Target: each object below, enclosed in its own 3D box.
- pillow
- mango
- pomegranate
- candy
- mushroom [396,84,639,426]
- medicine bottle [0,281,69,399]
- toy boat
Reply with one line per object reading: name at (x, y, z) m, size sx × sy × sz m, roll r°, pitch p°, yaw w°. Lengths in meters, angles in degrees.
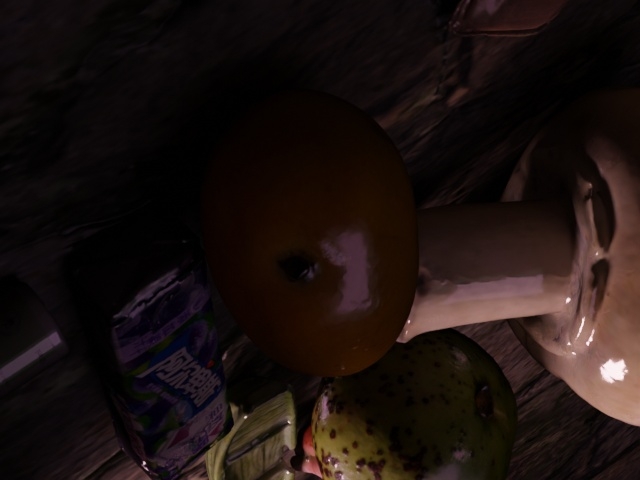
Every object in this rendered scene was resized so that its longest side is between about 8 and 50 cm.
pillow at (0.175, -0.228, 1.018) m, size 0.135 × 0.034 × 0.211 m, roll -8°, pitch 138°, yaw -46°
mango at (-0.001, 0.005, 0.972) m, size 0.139 × 0.175 × 0.254 m, roll -3°, pitch 159°, yaw 9°
pomegranate at (0.065, 0.184, 1.380) m, size 0.248 × 0.214 × 0.214 m, roll -19°, pitch 176°, yaw 43°
candy at (-0.118, 0.090, 1.072) m, size 0.088 × 0.061 × 0.312 m, roll -37°, pitch 156°, yaw -18°
mushroom at (0.215, 0.021, 1.246) m, size 0.336 × 0.314 × 0.314 m, roll -9°, pitch 145°, yaw -17°
medicine bottle at (-0.252, 0.101, 0.895) m, size 0.199 × 0.057 × 0.058 m, roll -33°, pitch 155°, yaw -17°
toy boat at (-0.061, 0.189, 1.330) m, size 0.093 × 0.055 × 0.293 m, roll -32°, pitch 155°, yaw -20°
